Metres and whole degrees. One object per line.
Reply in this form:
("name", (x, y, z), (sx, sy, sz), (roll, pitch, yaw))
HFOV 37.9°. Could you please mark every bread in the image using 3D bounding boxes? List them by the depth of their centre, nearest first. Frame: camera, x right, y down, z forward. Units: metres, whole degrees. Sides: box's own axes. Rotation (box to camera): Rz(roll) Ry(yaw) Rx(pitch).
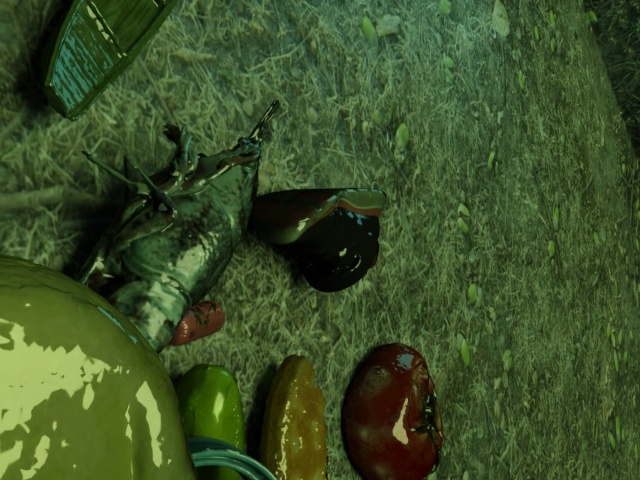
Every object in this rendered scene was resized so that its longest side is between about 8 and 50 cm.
("bread", (-0.245, 0.163, 0.667), (0.321, 0.237, 0.320), (5, 83, -44))

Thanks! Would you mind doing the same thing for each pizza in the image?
("pizza", (-0.039, 0.267, 1.145), (0.127, 0.058, 0.246), (-5, 90, -57))

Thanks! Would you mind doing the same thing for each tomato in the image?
("tomato", (0.128, 0.263, 1.385), (0.228, 0.101, 0.227), (25, 61, -57))

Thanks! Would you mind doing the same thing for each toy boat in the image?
("toy boat", (-0.213, -0.225, 0.946), (0.093, 0.055, 0.293), (60, 38, -35))

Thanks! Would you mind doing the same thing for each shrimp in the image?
("shrimp", (-0.148, -0.037, 0.931), (0.172, 0.137, 0.372), (72, 30, -50))

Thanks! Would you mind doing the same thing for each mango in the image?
("mango", (-0.126, 0.212, 1.002), (0.091, 0.074, 0.165), (-10, 106, -65))

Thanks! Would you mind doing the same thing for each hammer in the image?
("hammer", (-0.141, 0.090, 1.026), (0.083, 0.043, 0.043), (-15, 97, -57))

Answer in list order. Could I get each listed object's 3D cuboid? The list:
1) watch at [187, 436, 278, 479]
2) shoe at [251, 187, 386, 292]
("watch", (-0.101, 0.282, 0.909), (0.193, 0.211, 0.211), (47, 42, -12))
("shoe", (0.000, 0.000, 1.216), (0.291, 0.114, 0.137), (-6, 95, -62))
